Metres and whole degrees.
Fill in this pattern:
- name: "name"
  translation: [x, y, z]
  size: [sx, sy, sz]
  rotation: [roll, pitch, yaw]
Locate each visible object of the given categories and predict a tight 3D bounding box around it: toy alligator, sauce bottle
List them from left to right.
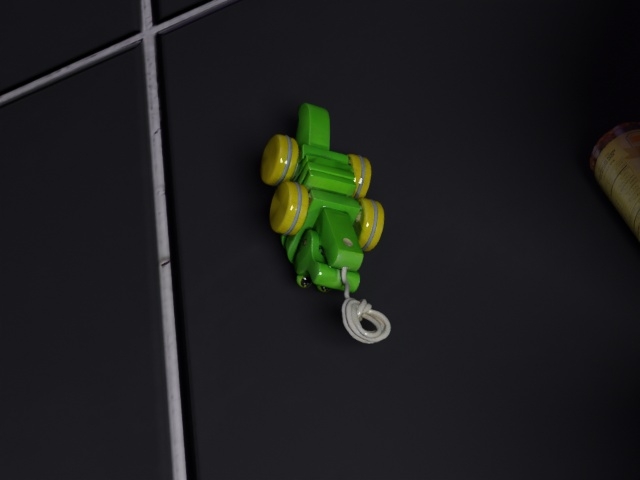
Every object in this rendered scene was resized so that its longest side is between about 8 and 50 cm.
- name: "toy alligator"
  translation: [0.000, 0.000, 0.909]
  size: [0.189, 0.056, 0.051]
  rotation: [-103, 33, -46]
- name: "sauce bottle"
  translation: [0.172, -0.008, 0.814]
  size: [0.042, 0.042, 0.128]
  rotation: [-30, 43, 3]
